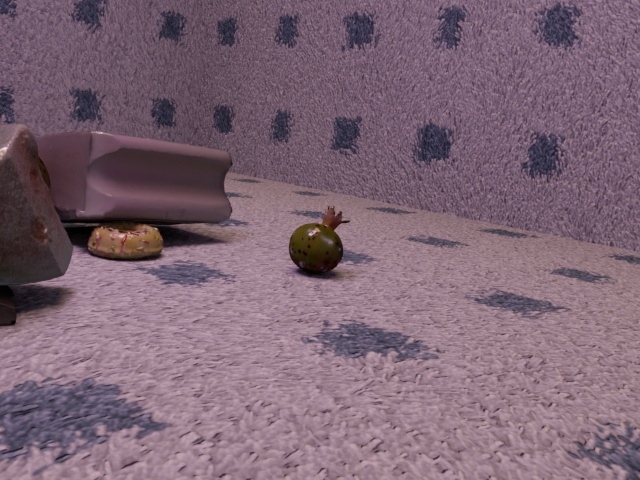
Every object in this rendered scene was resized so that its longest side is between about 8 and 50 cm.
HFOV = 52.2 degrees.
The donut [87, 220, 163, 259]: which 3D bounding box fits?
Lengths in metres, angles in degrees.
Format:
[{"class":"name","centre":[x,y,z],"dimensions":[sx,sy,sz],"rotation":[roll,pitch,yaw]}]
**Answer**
[{"class":"donut","centre":[-0.445,-0.003,1.498],"dimensions":[0.174,0.068,0.174],"rotation":[7,9,-1]}]

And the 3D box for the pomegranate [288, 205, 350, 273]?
[{"class":"pomegranate","centre":[-0.003,0.004,1.509],"dimensions":[0.129,0.129,0.159],"rotation":[10,47,22]}]

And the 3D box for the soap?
[{"class":"soap","centre":[-0.492,-0.146,1.696],"dimensions":[0.350,0.213,0.435],"rotation":[-3,-3,42]}]

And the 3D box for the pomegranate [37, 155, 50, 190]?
[{"class":"pomegranate","centre":[-0.733,-0.079,1.441],"dimensions":[0.242,0.242,0.306],"rotation":[5,53,-4]}]

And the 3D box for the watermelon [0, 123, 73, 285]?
[{"class":"watermelon","centre":[-0.527,-0.068,1.012],"dimensions":[0.228,0.258,0.387],"rotation":[22,-1,20]}]

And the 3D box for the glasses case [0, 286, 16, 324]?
[{"class":"glasses case","centre":[-0.524,0.089,1.029],"dimensions":[0.072,0.042,0.190],"rotation":[9,7,-31]}]
